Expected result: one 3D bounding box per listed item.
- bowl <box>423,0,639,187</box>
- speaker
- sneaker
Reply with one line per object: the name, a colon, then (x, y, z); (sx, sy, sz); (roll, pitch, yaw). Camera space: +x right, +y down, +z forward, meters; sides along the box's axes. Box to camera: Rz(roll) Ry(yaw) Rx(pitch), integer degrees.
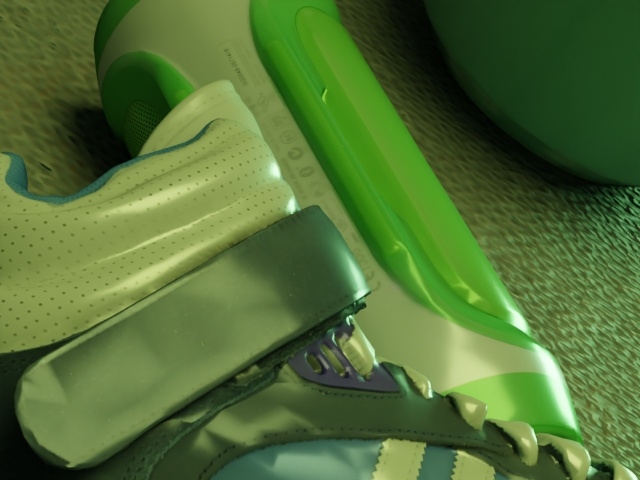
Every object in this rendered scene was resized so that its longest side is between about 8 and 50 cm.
bowl: (0.184, -0.150, 1.185); (0.311, 0.163, 0.311); (26, 34, -19)
speaker: (0.000, 0.000, 0.857); (0.131, 0.131, 0.296); (4, 45, -41)
sneaker: (0.019, 0.054, 0.666); (0.323, 0.130, 0.236); (0, 76, -24)
